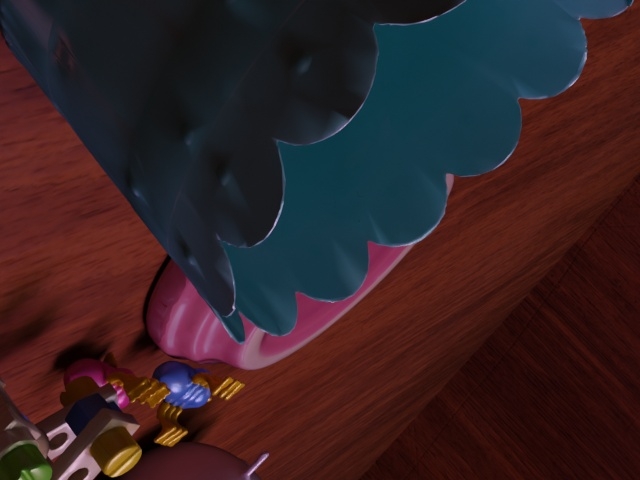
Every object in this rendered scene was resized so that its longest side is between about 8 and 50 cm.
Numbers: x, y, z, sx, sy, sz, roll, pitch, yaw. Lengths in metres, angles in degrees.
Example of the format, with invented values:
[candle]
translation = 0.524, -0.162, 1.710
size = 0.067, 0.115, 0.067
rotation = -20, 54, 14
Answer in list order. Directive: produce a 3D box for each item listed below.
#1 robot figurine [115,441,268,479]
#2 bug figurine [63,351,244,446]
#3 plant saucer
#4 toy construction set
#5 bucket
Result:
[robot figurine]
translation = -0.174, 0.362, 1.456
size = 0.353, 0.200, 0.300
rotation = -54, 178, 36
[bug figurine]
translation = -0.205, 0.173, 1.093
size = 0.279, 0.072, 0.216
rotation = -38, 159, -1
[plant saucer]
translation = 0.000, 0.000, 1.130
size = 0.332, 0.084, 0.332
rotation = -39, 166, -12
[toy construction set]
translation = -0.267, 0.202, 0.826
size = 0.327, 0.151, 0.215
rotation = -55, 153, -9
[bucket]
translation = -0.001, -0.108, 0.616
size = 0.281, 0.183, 0.281
rotation = -40, 166, -12
